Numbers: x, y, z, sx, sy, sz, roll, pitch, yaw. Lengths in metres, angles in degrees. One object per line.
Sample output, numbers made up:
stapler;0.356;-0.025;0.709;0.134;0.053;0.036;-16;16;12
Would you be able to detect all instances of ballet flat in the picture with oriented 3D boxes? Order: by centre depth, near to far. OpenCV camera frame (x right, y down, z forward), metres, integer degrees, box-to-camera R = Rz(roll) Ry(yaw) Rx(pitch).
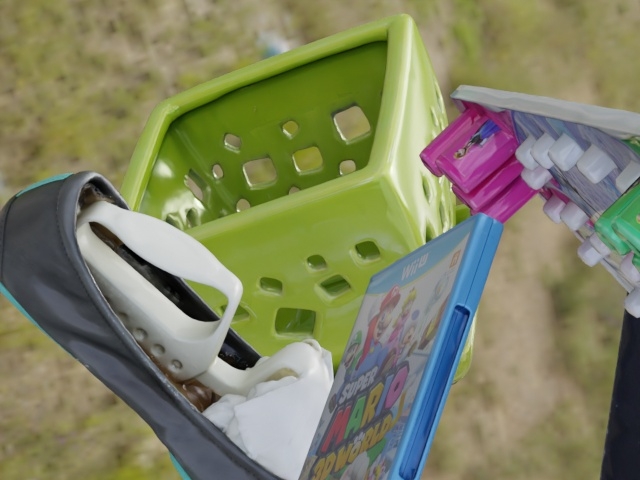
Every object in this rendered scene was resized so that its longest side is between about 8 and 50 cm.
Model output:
ballet flat;-0.060;0.071;1.003;0.280;0.096;0.095;43;34;-9

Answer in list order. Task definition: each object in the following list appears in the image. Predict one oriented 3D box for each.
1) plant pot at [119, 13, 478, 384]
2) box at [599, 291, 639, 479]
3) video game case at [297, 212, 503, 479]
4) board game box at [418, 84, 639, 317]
plant pot;0.000;0.000;1.373;0.207;0.228;0.227;60;23;-28
box;0.339;0.150;1.355;0.312;0.179;0.343;-21;121;-56
video game case;0.024;0.076;0.814;0.015;0.119;0.166;27;67;-13
board game box;0.221;0.089;0.881;0.390;0.050;0.390;46;-1;-11
